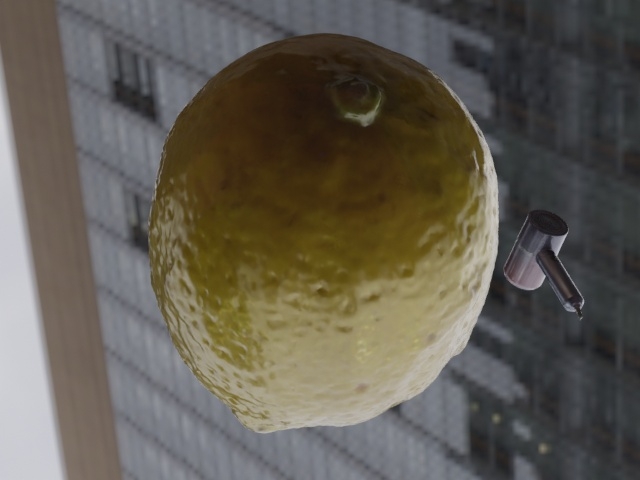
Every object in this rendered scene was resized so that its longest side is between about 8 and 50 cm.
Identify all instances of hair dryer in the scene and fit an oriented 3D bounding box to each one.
[{"bbox_3d":[0.195,0.032,1.656,0.037,0.063,0.114,5,-145,-26],"label":"hair dryer"}]

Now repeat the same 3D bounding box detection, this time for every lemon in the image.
[{"bbox_3d":[0.000,0.000,1.356,0.245,0.320,0.245,5,-129,-6],"label":"lemon"}]
